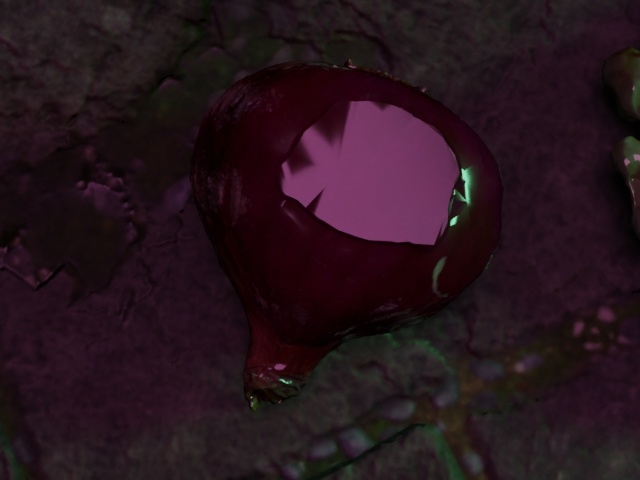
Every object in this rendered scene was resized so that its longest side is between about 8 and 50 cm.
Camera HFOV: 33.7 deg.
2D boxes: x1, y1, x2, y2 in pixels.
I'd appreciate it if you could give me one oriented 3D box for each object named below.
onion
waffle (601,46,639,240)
[{"bbox_3d":[0.000,0.000,0.632,0.195,0.140,0.218,25,82,1],"label":"onion"},{"bbox_3d":[0.340,-0.047,0.659,0.309,0.056,0.292,-21,76,-5],"label":"waffle"}]
